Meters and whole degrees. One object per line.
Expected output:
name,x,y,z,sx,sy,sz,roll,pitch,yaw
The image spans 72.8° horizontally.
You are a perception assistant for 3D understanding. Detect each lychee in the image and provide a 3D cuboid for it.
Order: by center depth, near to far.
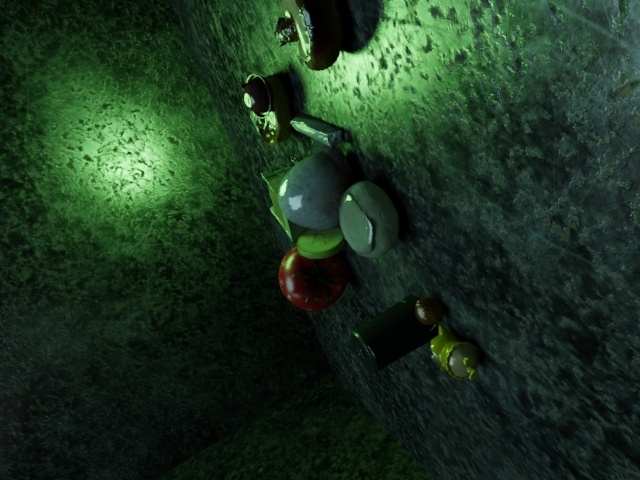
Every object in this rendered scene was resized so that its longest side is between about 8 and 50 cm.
lychee,0.405,0.268,1.610,0.114,0.140,0.101,-28,52,38

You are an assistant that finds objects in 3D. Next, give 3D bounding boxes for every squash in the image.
squash,0.000,0.000,2.173,0.252,0.252,0.049,44,154,48

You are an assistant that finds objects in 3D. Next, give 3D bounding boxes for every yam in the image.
yam,-0.004,-0.352,1.910,0.107,0.107,0.183,59,166,13

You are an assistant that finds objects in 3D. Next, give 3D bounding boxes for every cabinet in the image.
cabinet,-0.135,-0.219,2.305,0.318,0.227,0.290,52,162,41

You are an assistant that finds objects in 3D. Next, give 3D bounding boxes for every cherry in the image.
cherry,-0.015,-0.202,1.782,0.335,0.326,0.291,84,-177,-47

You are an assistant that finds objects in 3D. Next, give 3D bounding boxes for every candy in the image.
candy,0.180,-0.077,1.609,0.295,0.185,0.295,41,139,49

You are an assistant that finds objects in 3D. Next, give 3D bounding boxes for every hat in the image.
hat,-0.292,-0.644,1.947,0.205,0.089,0.205,32,135,39

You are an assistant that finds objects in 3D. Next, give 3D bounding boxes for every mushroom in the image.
mushroom,-0.033,-0.688,1.366,0.278,0.163,0.297,21,136,55

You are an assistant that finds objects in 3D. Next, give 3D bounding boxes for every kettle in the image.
kettle,0.277,0.368,1.782,0.262,0.308,0.203,39,150,54

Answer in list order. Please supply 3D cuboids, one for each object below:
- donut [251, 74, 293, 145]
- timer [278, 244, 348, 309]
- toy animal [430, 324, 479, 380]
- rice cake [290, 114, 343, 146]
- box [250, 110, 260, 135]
donut,-0.236,-0.637,2.114,0.330,0.160,0.330,40,144,38
timer,-0.043,0.191,2.374,0.279,0.378,0.378,-1,115,66
toy animal,0.479,0.407,1.543,0.230,0.156,0.156,-133,20,-73
rice cake,-0.021,-0.467,1.829,0.399,0.070,0.064,42,157,53
box,-0.318,-0.691,2.375,0.129,0.086,0.225,62,165,6
